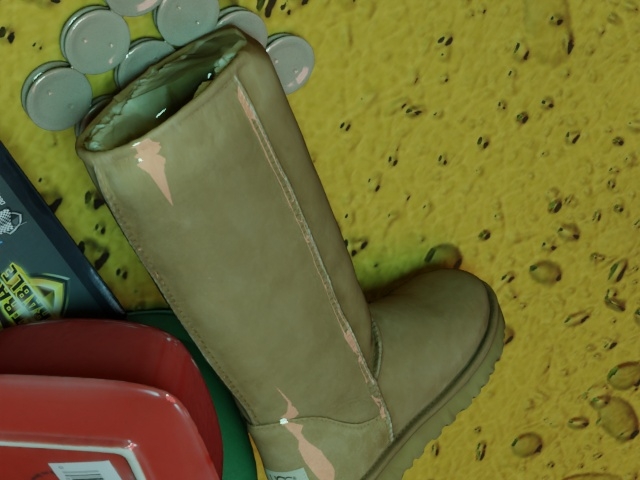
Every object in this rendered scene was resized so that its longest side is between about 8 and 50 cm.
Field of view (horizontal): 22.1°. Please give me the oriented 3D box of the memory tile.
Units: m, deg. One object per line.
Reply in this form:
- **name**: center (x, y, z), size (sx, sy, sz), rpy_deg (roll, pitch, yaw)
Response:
- **memory tile**: center (-0.081, -0.087, 0.891), size (0.148, 0.012, 0.113), rpy_deg (25, 103, -41)

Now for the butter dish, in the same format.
- **butter dish**: center (-0.114, 0.092, 0.856), size (0.160, 0.118, 0.160), rpy_deg (1, 135, 18)

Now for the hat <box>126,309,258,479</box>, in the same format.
- **hat**: center (-0.070, 0.156, 0.938), size (0.209, 0.183, 0.173), rpy_deg (-10, 123, -27)

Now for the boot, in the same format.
- **boot**: center (0.000, 0.000, 0.920), size (0.236, 0.089, 0.269), rpy_deg (-53, 127, -45)

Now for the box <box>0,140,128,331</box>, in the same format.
- **box**: center (-0.224, 0.014, 0.838), size (0.175, 0.051, 0.220), rpy_deg (-36, 132, -8)
